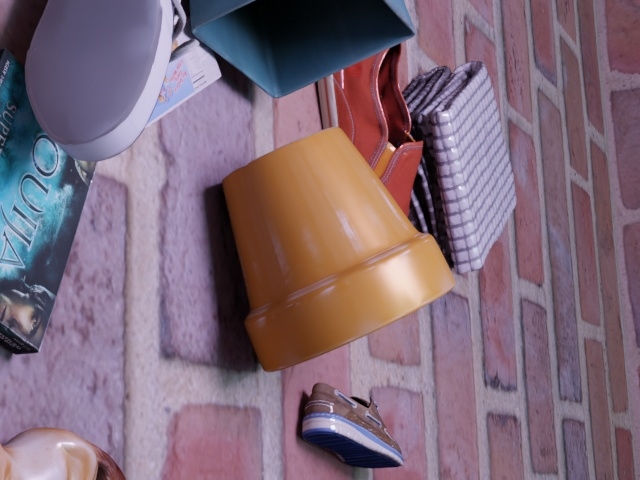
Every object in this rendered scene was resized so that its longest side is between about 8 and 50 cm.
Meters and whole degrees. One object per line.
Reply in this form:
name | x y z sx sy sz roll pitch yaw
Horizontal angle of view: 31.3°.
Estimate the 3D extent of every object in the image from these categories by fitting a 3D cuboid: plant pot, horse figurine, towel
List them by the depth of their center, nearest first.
horse figurine | -0.197 0.189 0.766 0.263 0.066 0.174 3 84 -68
plant pot | 0.000 0.000 1.109 0.188 0.205 0.205 65 27 0
plant pot | -0.034 -0.301 1.134 0.165 0.166 0.234 32 42 -58
towel | 0.174 -0.097 1.563 0.283 0.121 0.235 -51 130 -58

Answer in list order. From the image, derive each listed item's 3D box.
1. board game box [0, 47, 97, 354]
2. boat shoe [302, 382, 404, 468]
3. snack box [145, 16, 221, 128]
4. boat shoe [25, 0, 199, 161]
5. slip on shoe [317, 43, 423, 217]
board game box | -0.223 -0.028 0.826 0.126 0.026 0.186 51 40 -46
boat shoe | 0.043 0.205 1.263 0.183 0.066 0.066 42 45 -53
snack box | -0.144 -0.150 1.027 0.178 0.022 0.064 -50 127 -57
boat shoe | -0.158 -0.169 0.894 0.105 0.113 0.306 60 14 -52
slip on shoe | 0.073 -0.091 1.370 0.123 0.101 0.331 -22 104 -65
